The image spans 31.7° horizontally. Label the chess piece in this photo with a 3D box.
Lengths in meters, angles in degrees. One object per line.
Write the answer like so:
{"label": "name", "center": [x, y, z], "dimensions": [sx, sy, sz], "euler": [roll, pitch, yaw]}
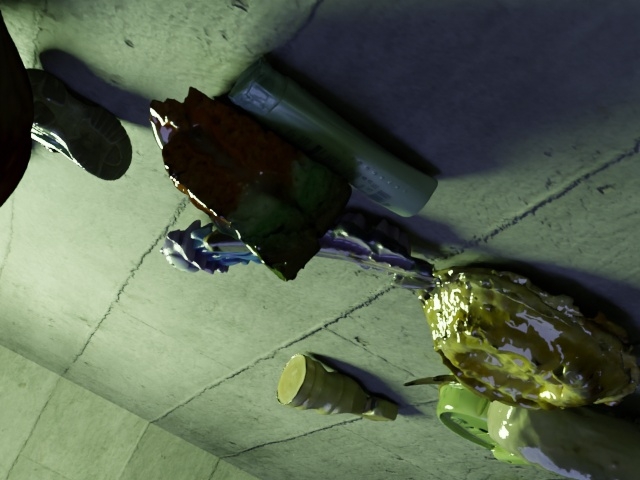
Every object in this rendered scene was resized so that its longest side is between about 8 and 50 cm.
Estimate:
{"label": "chess piece", "center": [0.033, 0.260, 1.874], "dimensions": [0.200, 0.090, 0.090], "euler": [23, 163, -26]}

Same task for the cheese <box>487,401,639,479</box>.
{"label": "cheese", "center": [0.338, 0.251, 1.413], "dimensions": [0.262, 0.093, 0.159], "euler": [18, -178, 11]}

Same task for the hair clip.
{"label": "hair clip", "center": [0.000, 0.000, 1.273], "dimensions": [0.292, 0.085, 0.106], "euler": [14, 152, 17]}

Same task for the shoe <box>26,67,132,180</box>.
{"label": "shoe", "center": [-0.302, -0.130, 1.322], "dimensions": [0.169, 0.071, 0.099], "euler": [38, 160, -20]}

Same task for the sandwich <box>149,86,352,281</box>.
{"label": "sandwich", "center": [-0.067, -0.056, 1.104], "dimensions": [0.212, 0.109, 0.292], "euler": [43, 176, 11]}

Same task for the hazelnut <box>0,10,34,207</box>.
{"label": "hazelnut", "center": [-0.501, -0.144, 1.086], "dimensions": [0.402, 0.402, 0.429], "euler": [11, 144, 34]}

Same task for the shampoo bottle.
{"label": "shampoo bottle", "center": [0.013, -0.094, 1.059], "dimensions": [0.212, 0.049, 0.072], "euler": [33, 170, -22]}

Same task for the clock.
{"label": "clock", "center": [0.231, 0.238, 1.577], "dimensions": [0.232, 0.069, 0.170], "euler": [32, 159, -17]}

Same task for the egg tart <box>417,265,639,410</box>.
{"label": "egg tart", "center": [0.225, 0.124, 1.276], "dimensions": [0.278, 0.095, 0.279], "euler": [24, 161, 9]}

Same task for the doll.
{"label": "doll", "center": [-0.134, 0.009, 1.468], "dimensions": [0.205, 0.067, 0.110], "euler": [-6, 153, 38]}
